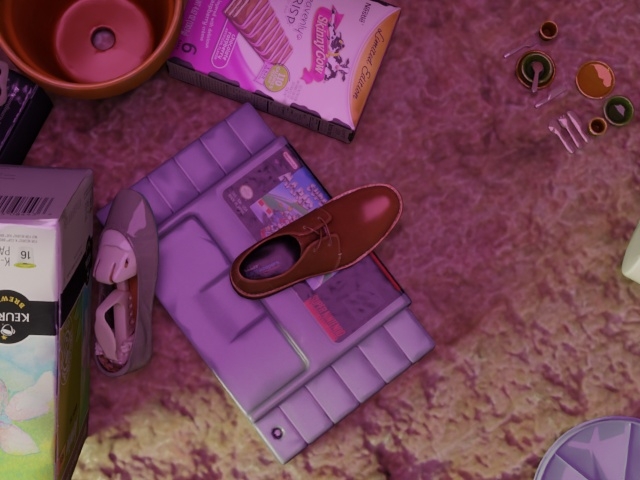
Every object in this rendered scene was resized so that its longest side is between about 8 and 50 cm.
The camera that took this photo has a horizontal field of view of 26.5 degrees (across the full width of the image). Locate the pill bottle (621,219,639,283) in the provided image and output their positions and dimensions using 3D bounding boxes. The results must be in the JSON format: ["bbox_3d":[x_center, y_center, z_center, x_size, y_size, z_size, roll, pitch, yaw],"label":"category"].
[{"bbox_3d":[0.489,0.042,1.507,0.278,0.162,0.162,27,82,1],"label":"pill bottle"}]

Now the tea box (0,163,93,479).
[{"bbox_3d":[-0.410,0.095,1.386,0.329,0.220,0.324,2,107,-2],"label":"tea box"}]

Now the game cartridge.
[{"bbox_3d":[-0.060,0.043,1.539,0.230,0.068,0.355,-38,85,-3],"label":"game cartridge"}]

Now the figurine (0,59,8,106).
[{"bbox_3d":[-0.417,-0.243,1.402,0.209,0.092,0.215,9,93,34],"label":"figurine"}]

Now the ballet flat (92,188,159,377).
[{"bbox_3d":[-0.216,0.051,1.481,0.072,0.068,0.213,15,114,30],"label":"ballet flat"}]

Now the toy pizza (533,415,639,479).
[{"bbox_3d":[0.334,0.298,1.529,0.201,0.032,0.201,0,81,-3],"label":"toy pizza"}]

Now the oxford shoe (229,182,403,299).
[{"bbox_3d":[0.000,0.000,1.482,0.212,0.076,0.076,-30,82,-8],"label":"oxford shoe"}]

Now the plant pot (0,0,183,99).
[{"bbox_3d":[-0.251,-0.243,1.505,0.205,0.188,0.205,0,82,-3],"label":"plant pot"}]

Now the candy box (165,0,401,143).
[{"bbox_3d":[-0.043,-0.229,1.570,0.233,0.071,0.159,20,81,0],"label":"candy box"}]

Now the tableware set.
[{"bbox_3d":[0.296,-0.187,1.602,0.104,0.024,0.154,-31,84,-7],"label":"tableware set"}]

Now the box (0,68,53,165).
[{"bbox_3d":[-0.429,-0.143,1.524,0.207,0.108,0.153,28,82,2],"label":"box"}]
